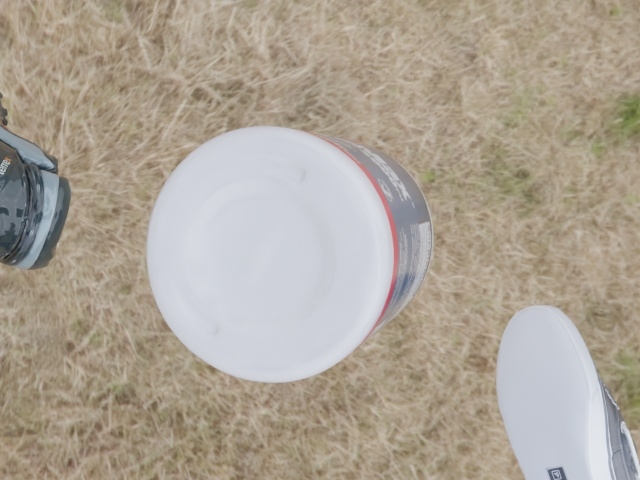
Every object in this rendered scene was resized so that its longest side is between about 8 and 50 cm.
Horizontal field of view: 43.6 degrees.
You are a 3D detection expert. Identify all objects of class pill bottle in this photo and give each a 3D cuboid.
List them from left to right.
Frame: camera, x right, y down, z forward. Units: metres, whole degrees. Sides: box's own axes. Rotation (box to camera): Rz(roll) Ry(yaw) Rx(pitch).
[{"bbox_3d":[0.000,0.000,0.407,0.107,0.180,0.108,1,95,16],"label":"pill bottle"}]

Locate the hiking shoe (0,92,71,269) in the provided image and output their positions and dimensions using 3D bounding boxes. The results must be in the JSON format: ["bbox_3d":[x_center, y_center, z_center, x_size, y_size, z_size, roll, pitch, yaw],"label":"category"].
[{"bbox_3d":[-0.319,-0.086,0.629,0.132,0.304,0.113,8,111,-52],"label":"hiking shoe"}]

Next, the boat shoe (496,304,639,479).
[{"bbox_3d":[0.267,0.209,0.804,0.102,0.108,0.301,-6,76,-43],"label":"boat shoe"}]
